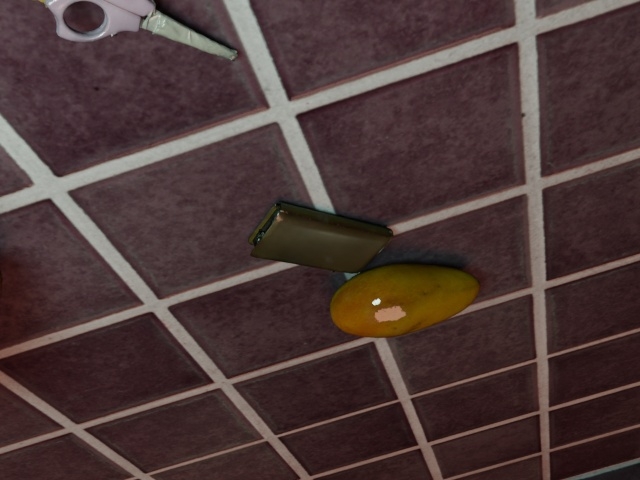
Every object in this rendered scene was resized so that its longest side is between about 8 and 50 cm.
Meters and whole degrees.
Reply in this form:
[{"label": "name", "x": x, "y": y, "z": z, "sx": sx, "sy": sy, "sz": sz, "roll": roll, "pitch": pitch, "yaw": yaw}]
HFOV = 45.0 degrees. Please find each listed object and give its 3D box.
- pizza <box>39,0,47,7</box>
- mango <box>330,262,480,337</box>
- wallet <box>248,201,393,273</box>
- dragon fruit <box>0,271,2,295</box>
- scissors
[{"label": "pizza", "x": -0.307, "y": -0.280, "z": 0.666, "sx": 0.193, "sy": 0.053, "sz": 0.201, "roll": -9, "pitch": 144, "yaw": -7}, {"label": "mango", "x": 0.140, "y": 0.093, "z": 1.249, "sx": 0.254, "sy": 0.113, "sz": 0.138, "roll": -9, "pitch": 153, "yaw": -11}, {"label": "wallet", "x": 0.000, "y": 0.000, "z": 1.152, "sx": 0.198, "sy": 0.031, "sz": 0.110, "roll": 11, "pitch": 137, "yaw": -30}, {"label": "dragon fruit", "x": -0.532, "y": 0.147, "z": 0.974, "sx": 0.189, "sy": 0.290, "sz": 0.290, "roll": 16, "pitch": 134, "yaw": -26}, {"label": "scissors", "x": -0.169, "y": -0.225, "z": 0.791, "sx": 0.212, "sy": 0.021, "sz": 0.110, "roll": 13, "pitch": 130, "yaw": -46}]
